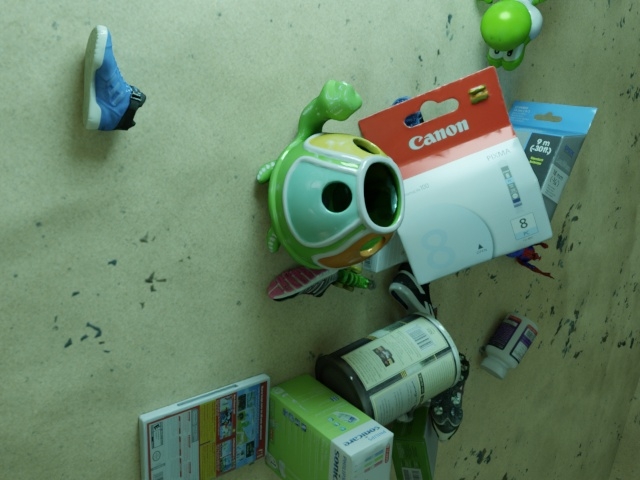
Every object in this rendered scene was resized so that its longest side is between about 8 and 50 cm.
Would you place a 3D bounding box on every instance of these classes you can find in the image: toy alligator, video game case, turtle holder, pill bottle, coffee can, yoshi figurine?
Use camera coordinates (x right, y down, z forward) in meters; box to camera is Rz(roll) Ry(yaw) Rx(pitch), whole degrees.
[{"bbox_3d":[0.084,0.092,1.356,0.190,0.051,0.056,21,92,-43],"label":"toy alligator"},{"bbox_3d":[-0.230,0.405,1.223,0.285,0.025,0.204,-11,112,-38],"label":"video game case"},{"bbox_3d":[0.043,-0.105,1.114,0.243,0.227,0.320,28,70,-35],"label":"turtle holder"},{"bbox_3d":[0.577,0.326,1.832,0.193,0.108,0.108,-53,132,-12],"label":"pill bottle"},{"bbox_3d":[0.156,0.308,1.380,0.275,0.201,0.201,-20,119,-27],"label":"coffee can"},{"bbox_3d":[0.461,-0.576,1.349,0.203,0.203,0.362,7,104,-26],"label":"yoshi figurine"}]

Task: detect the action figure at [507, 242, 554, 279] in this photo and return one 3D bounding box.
[{"bbox_3d":[0.597,0.035,1.726,0.280,0.139,0.091,15,97,-45],"label":"action figure"}]

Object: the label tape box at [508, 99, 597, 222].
[{"bbox_3d":[0.489,-0.202,1.466,0.106,0.241,0.333,21,91,-41],"label":"label tape box"}]

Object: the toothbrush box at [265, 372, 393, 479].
[{"bbox_3d":[0.008,0.447,1.268,0.122,0.283,0.206,-13,113,-37],"label":"toothbrush box"}]

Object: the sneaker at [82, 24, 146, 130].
[{"bbox_3d":[-0.304,-0.238,0.890,0.085,0.058,0.152,-2,112,-34],"label":"sneaker"}]

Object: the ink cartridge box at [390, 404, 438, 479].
[{"bbox_3d":[0.272,0.523,1.665,0.255,0.097,0.188,-63,145,-54],"label":"ink cartridge box"}]

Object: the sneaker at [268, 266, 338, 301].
[{"bbox_3d":[-0.029,0.094,1.251,0.170,0.063,0.074,-26,134,-22],"label":"sneaker"}]

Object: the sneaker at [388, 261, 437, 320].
[{"bbox_3d":[0.260,0.137,1.495,0.217,0.079,0.121,52,58,-37],"label":"sneaker"}]

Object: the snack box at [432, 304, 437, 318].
[{"bbox_3d":[0.241,0.230,1.564,0.178,0.022,0.064,-21,118,-34],"label":"snack box"}]

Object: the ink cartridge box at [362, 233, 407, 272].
[{"bbox_3d":[0.167,-0.012,1.410,0.179,0.045,0.145,-18,118,-56],"label":"ink cartridge box"}]

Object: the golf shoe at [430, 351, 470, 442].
[{"bbox_3d":[0.343,0.419,1.630,0.272,0.105,0.120,-63,157,-50],"label":"golf shoe"}]

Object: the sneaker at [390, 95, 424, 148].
[{"bbox_3d":[0.211,-0.216,1.341,0.090,0.081,0.232,-40,127,-48],"label":"sneaker"}]

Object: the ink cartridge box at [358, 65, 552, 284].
[{"bbox_3d":[0.288,-0.127,1.266,0.308,0.091,0.384,-20,111,9],"label":"ink cartridge box"}]

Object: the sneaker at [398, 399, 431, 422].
[{"bbox_3d":[0.259,0.378,1.571,0.090,0.115,0.232,32,84,-43],"label":"sneaker"}]
